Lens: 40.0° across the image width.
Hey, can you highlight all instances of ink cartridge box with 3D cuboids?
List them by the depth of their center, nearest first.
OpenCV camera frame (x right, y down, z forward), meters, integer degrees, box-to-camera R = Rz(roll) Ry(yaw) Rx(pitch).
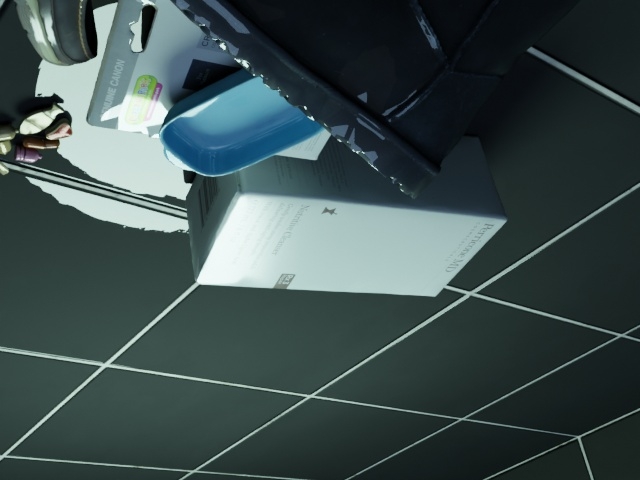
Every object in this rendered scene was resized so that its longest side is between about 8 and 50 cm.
[{"bbox_3d":[-0.078,-0.237,0.890,0.272,0.130,0.309,5,145,-24],"label":"ink cartridge box"}]

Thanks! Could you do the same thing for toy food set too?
[{"bbox_3d":[-0.359,-0.128,1.091,0.122,0.019,0.078,-25,147,8],"label":"toy food set"}]

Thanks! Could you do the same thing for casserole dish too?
[{"bbox_3d":[-0.078,-0.128,0.905,0.188,0.037,0.114,-21,146,21],"label":"casserole dish"}]

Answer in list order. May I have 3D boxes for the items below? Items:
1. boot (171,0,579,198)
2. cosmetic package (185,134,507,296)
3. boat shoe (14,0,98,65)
[{"bbox_3d":[0.100,-0.298,0.685,0.367,0.146,0.445,33,103,-40],"label":"boot"},{"bbox_3d":[0.030,-0.045,1.208,0.385,0.156,0.217,5,144,-22],"label":"cosmetic package"},{"bbox_3d":[-0.208,-0.289,0.769,0.130,0.132,0.355,-4,149,-11],"label":"boat shoe"}]
